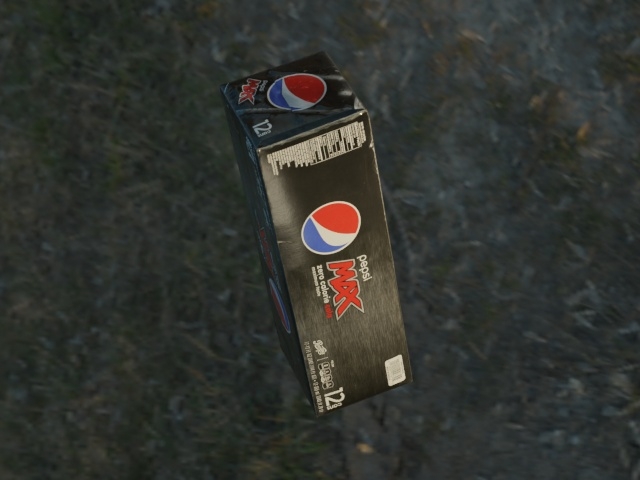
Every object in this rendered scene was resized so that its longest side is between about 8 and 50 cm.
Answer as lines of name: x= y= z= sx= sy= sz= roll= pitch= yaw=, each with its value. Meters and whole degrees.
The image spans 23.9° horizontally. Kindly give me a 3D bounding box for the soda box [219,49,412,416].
soda box: x=0.000 y=0.000 z=0.708 sx=0.053 sy=0.169 sz=0.060 roll=-19 pitch=41 yaw=-10
